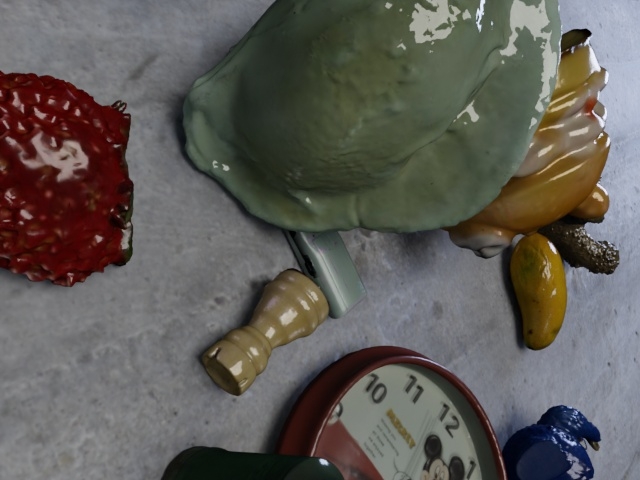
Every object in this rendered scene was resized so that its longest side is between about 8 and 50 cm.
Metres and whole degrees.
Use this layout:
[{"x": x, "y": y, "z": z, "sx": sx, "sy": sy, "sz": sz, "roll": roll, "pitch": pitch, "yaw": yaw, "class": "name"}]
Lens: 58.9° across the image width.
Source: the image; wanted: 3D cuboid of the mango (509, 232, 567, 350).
[{"x": 0.353, "y": 0.079, "z": 0.911, "sx": 0.098, "sy": 0.075, "sz": 0.191, "roll": -2, "pitch": 84, "yaw": -28, "class": "mango"}]

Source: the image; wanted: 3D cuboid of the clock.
[{"x": 0.077, "y": 0.271, "z": 0.591, "sx": 0.318, "sy": 0.080, "sz": 0.319, "roll": 14, "pitch": 66, "yaw": -34, "class": "clock"}]

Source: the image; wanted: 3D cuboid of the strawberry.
[{"x": -0.219, "y": -0.047, "z": 0.388, "sx": 0.208, "sy": 0.087, "sz": 0.167, "roll": -5, "pitch": 84, "yaw": -43, "class": "strawberry"}]

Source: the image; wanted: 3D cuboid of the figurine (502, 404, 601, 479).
[{"x": 0.325, "y": 0.315, "z": 0.802, "sx": 0.262, "sy": 0.120, "sz": 0.164, "roll": 28, "pitch": 66, "yaw": -55, "class": "figurine"}]

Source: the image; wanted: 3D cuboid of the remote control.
[{"x": 0.000, "y": 0.000, "z": 0.625, "sx": 0.065, "sy": 0.029, "sz": 0.166, "roll": -34, "pitch": 102, "yaw": -43, "class": "remote control"}]

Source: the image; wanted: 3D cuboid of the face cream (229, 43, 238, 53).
[{"x": 0.038, "y": -0.216, "z": 0.696, "sx": 0.314, "sy": 0.089, "sz": 0.143, "roll": -35, "pitch": 104, "yaw": -32, "class": "face cream"}]

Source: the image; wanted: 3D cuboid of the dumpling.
[{"x": 0.040, "y": -0.149, "z": 0.519, "sx": 0.211, "sy": 0.320, "sz": 0.270, "roll": 9, "pitch": 67, "yaw": -52, "class": "dumpling"}]

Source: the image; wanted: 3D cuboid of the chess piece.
[{"x": -0.053, "y": 0.086, "z": 0.532, "sx": 0.122, "sy": 0.066, "sz": 0.066, "roll": -40, "pitch": 107, "yaw": -36, "class": "chess piece"}]

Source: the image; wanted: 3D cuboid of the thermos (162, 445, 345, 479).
[{"x": -0.043, "y": 0.199, "z": 0.418, "sx": 0.073, "sy": 0.187, "sz": 0.083, "roll": -4, "pitch": 80, "yaw": -44, "class": "thermos"}]

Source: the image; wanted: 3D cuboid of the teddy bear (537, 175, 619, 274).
[{"x": 0.435, "y": -0.047, "z": 0.991, "sx": 0.129, "sy": 0.182, "sz": 0.252, "roll": -17, "pitch": 105, "yaw": -4, "class": "teddy bear"}]

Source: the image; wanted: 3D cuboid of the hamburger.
[{"x": 0.223, "y": -0.110, "z": 0.717, "sx": 0.276, "sy": 0.276, "sz": 0.237, "roll": -41, "pitch": 116, "yaw": -42, "class": "hamburger"}]
